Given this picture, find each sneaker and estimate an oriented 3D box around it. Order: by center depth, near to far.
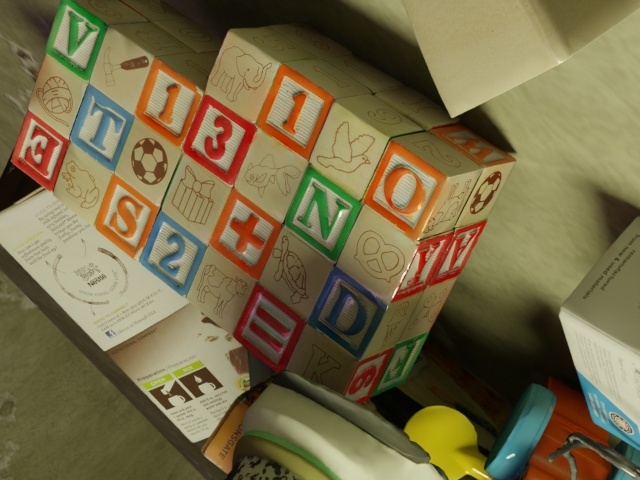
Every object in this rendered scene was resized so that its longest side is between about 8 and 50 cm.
[{"bbox_3d":[-0.046,0.244,0.913,0.158,0.182,0.410,34,149,20],"label":"sneaker"}]

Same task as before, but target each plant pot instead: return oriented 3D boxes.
[{"bbox_3d":[0.084,-0.125,0.568,0.096,0.109,0.109,56,163,-4],"label":"plant pot"}]

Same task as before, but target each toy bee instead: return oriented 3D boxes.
[{"bbox_3d":[0.134,0.179,0.967,0.195,0.162,0.298,32,-175,25],"label":"toy bee"}]

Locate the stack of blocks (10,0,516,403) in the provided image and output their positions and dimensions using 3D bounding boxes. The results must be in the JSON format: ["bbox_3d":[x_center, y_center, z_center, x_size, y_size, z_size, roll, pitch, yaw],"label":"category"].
[{"bbox_3d":[-0.047,-0.051,0.914,0.297,0.171,0.087,35,-153,24],"label":"stack of blocks"}]

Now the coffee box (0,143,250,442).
[{"bbox_3d":[-0.144,0.013,1.285,0.119,0.168,0.297,-25,122,24],"label":"coffee box"}]

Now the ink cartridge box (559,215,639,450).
[{"bbox_3d":[0.237,0.090,0.795,0.191,0.082,0.139,30,161,33],"label":"ink cartridge box"}]

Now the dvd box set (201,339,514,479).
[{"bbox_3d":[0.143,0.230,1.116,0.420,0.062,0.307,39,-157,13],"label":"dvd box set"}]

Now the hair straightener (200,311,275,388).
[{"bbox_3d":[-0.056,0.037,1.206,0.047,0.089,0.230,10,110,48],"label":"hair straightener"}]
